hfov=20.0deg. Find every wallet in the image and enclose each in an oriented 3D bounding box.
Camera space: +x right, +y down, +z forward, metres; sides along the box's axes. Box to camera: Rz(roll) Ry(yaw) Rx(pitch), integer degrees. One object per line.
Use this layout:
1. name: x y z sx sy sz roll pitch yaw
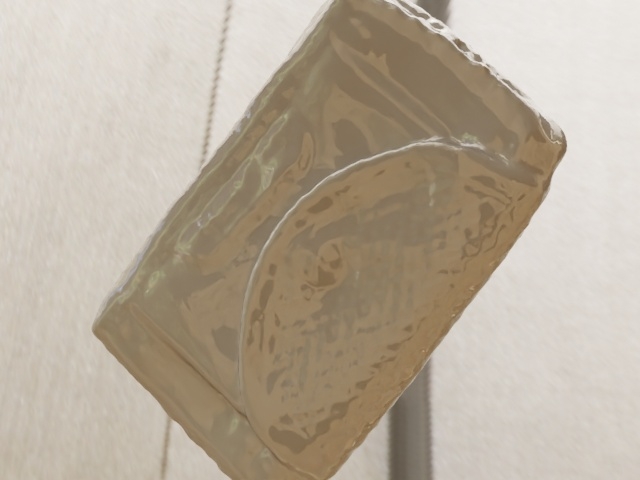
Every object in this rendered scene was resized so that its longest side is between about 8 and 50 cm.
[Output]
1. wallet: 0.000 0.000 0.684 0.124 0.032 0.183 43 -77 24
